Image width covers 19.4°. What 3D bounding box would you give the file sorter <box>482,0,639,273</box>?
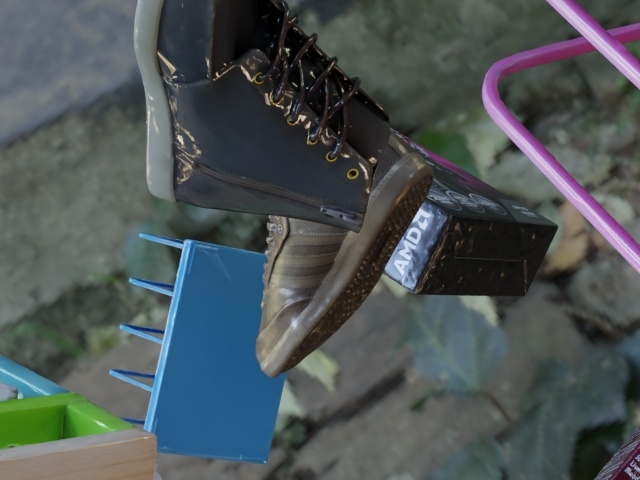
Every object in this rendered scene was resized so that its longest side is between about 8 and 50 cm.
[{"bbox_3d":[0.199,-0.133,0.695,0.182,0.290,0.202,-17,48,-29],"label":"file sorter"}]

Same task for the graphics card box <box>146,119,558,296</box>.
[{"bbox_3d":[0.033,-0.066,1.908,0.371,0.233,0.094,34,105,31],"label":"graphics card box"}]

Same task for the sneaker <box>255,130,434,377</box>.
[{"bbox_3d":[0.000,0.000,1.096,0.066,0.071,0.188,-29,-22,-49],"label":"sneaker"}]

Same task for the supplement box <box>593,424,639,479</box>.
[{"bbox_3d":[0.315,0.204,1.569,0.239,0.130,0.073,-45,-4,-25],"label":"supplement box"}]

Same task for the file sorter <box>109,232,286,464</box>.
[{"bbox_3d":[-0.101,0.085,1.546,0.104,0.118,0.170,14,92,53],"label":"file sorter"}]

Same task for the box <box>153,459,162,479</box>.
[{"bbox_3d":[-0.206,0.233,1.396,0.067,0.063,0.324,-11,13,21],"label":"box"}]

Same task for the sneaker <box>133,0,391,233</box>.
[{"bbox_3d":[-0.021,-0.089,0.899,0.118,0.222,0.083,13,58,6],"label":"sneaker"}]

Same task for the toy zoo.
[{"bbox_3d":[-0.240,0.072,0.893,0.293,0.192,0.030,20,108,45],"label":"toy zoo"}]
